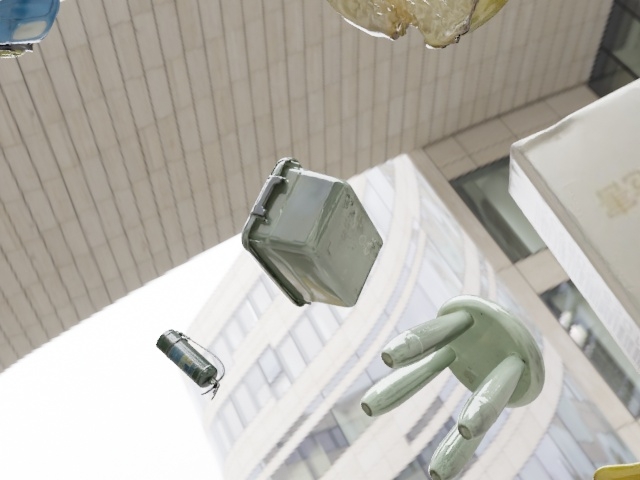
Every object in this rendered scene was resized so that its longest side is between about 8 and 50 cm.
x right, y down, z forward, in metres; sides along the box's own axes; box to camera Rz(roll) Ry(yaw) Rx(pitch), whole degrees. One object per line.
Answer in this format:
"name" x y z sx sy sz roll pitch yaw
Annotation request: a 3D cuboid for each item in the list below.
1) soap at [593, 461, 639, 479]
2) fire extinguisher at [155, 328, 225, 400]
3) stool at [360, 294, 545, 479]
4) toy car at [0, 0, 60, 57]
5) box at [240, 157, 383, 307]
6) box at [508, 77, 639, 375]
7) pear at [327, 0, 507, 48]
"soap" 0.333 0.247 0.848 0.089 0.034 0.012 -13 8 13
"fire extinguisher" -0.121 0.117 0.778 0.038 0.083 0.025 -40 -28 -25
"stool" 0.192 0.206 1.175 0.198 0.195 0.195 -32 -27 -31
"toy car" -0.490 -0.337 1.022 0.314 0.166 0.199 0 -83 -8
"box" 0.000 0.000 0.909 0.124 0.092 0.172 -65 -33 -20
"box" 0.257 0.058 0.316 0.204 0.365 0.051 -27 -30 -2
"pear" 0.059 -0.373 0.669 0.191 0.340 0.387 -43 -54 -20
